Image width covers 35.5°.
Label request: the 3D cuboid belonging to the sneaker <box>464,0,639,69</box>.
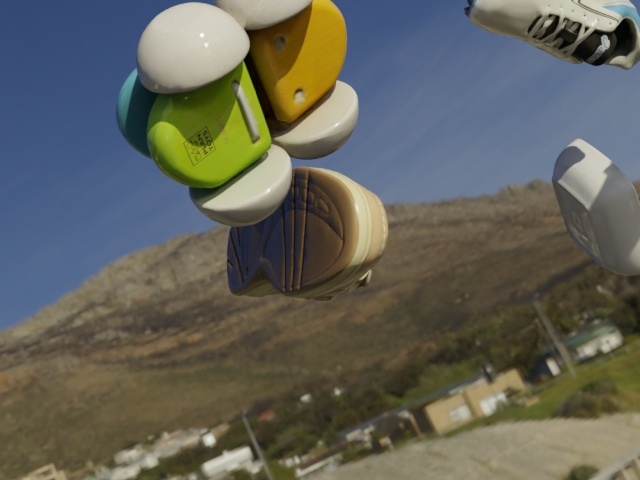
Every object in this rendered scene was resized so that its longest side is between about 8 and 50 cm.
[{"bbox_3d":[0.236,-0.213,0.965,0.237,0.086,0.085,-1,-40,-40],"label":"sneaker"}]

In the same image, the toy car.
[{"bbox_3d":[-0.069,-0.113,0.710,0.182,0.136,0.159,-47,-44,-29],"label":"toy car"}]

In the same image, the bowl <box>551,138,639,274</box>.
[{"bbox_3d":[0.314,-0.032,1.136,0.053,0.142,0.142,-26,-59,-2],"label":"bowl"}]

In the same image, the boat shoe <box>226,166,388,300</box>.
[{"bbox_3d":[0.000,0.000,0.996,0.110,0.122,0.341,5,-6,-20],"label":"boat shoe"}]
